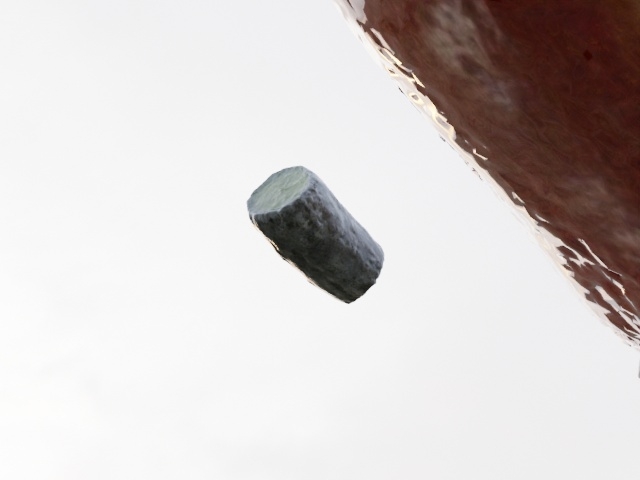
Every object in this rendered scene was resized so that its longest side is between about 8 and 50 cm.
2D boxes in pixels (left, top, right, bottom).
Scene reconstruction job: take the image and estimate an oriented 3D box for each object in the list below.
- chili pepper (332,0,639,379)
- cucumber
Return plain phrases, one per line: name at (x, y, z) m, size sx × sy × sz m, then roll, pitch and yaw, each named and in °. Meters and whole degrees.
chili pepper at (0.149, -0.093, 0.753) m, size 0.305 × 0.229 × 0.251 m, roll 46°, pitch -7°, yaw -26°
cucumber at (-0.001, -0.002, 1.413) m, size 0.064 × 0.064 × 0.112 m, roll -15°, pitch -50°, yaw 39°
